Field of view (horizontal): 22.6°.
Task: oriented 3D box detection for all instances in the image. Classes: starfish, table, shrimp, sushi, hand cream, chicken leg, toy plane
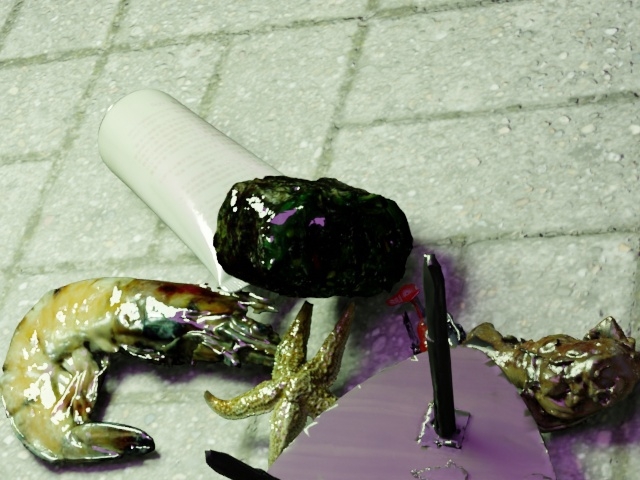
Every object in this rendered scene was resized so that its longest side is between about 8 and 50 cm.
[{"bbox_3d":[-0.015,0.160,1.645,0.217,0.050,0.223,11,71,10],"label":"starfish"},{"bbox_3d":[0.072,0.175,1.385,0.317,0.249,0.317,-5,60,8],"label":"table"},{"bbox_3d":[-0.199,0.149,1.764,0.365,0.071,0.233,6,64,26],"label":"shrimp"},{"bbox_3d":[0.000,0.000,1.693,0.127,0.225,0.124,18,100,42],"label":"sushi"},{"bbox_3d":[-0.130,-0.061,1.896,0.186,0.118,0.359,-25,43,-27],"label":"hand cream"},{"bbox_3d":[0.222,0.128,1.559,0.196,0.080,0.125,-7,37,32],"label":"chicken leg"},{"bbox_3d":[0.114,0.095,1.667,0.060,0.037,0.145,-35,46,8],"label":"toy plane"}]
